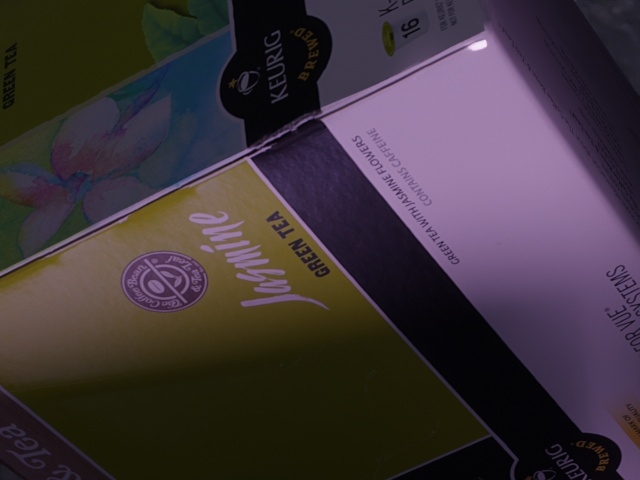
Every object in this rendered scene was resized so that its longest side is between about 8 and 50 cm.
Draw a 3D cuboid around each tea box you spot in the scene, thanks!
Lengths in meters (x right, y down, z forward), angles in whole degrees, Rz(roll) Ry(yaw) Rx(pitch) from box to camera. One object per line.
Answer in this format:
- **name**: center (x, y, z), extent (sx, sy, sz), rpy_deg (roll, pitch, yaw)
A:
- **tea box**: center (0.000, 0.000, 0.904), extent (0.324, 0.329, 0.220), rpy_deg (-26, 44, 17)
